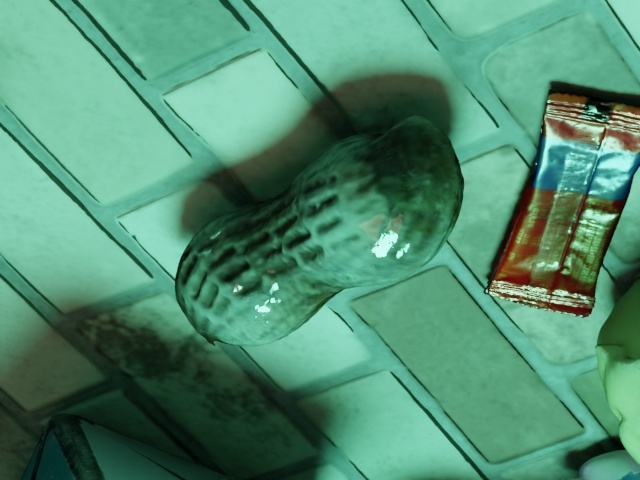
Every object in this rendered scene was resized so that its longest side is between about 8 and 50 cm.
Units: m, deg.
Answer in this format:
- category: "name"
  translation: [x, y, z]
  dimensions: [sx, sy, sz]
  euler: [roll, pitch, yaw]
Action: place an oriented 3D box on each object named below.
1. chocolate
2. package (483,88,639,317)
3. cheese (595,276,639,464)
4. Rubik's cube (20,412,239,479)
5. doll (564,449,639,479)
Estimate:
- category: "chocolate"
  translation: [0.000, 0.000, 1.348]
  dimensions: [0.110, 0.110, 0.248]
  euler: [36, 132, -27]
- category: "package"
  translation: [0.176, -0.022, 1.364]
  dimensions: [0.083, 0.022, 0.200]
  euler: [9, 134, -4]
- category: "cheese"
  translation: [0.335, 0.091, 1.389]
  dimensions: [0.233, 0.127, 0.266]
  euler: [36, 129, -27]
- category: "Rubik's cube"
  translation: [-0.133, 0.308, 1.503]
  dimensions: [0.255, 0.260, 0.259]
  euler: [23, 90, -18]
- category: "doll"
  translation: [0.187, 0.336, 1.581]
  dimensions: [0.310, 0.240, 0.284]
  euler: [-30, 111, 24]
